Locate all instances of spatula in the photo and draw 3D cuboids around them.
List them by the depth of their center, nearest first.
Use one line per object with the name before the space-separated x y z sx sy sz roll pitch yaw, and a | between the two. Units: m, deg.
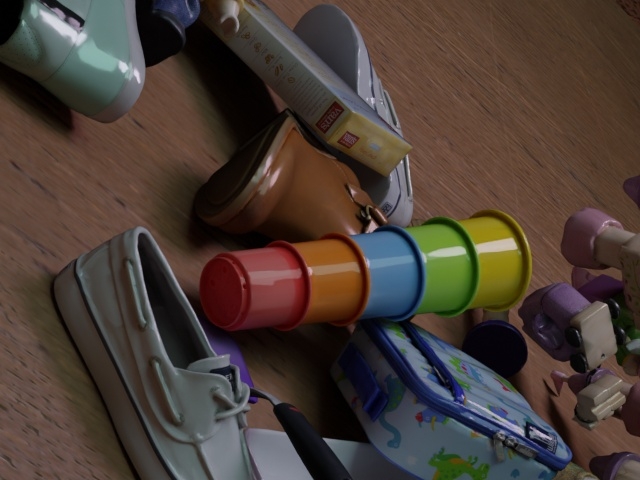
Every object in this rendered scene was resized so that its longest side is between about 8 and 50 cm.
spatula | -0.041 0.123 1.327 0.084 0.030 0.296 32 3 -34

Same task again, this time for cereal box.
cereal box | -0.026 -0.169 1.787 0.240 0.047 0.173 46 10 23

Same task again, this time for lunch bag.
lunch bag | 0.104 0.147 1.545 0.176 0.090 0.219 28 9 -19

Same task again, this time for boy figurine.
boy figurine | -0.118 -0.274 1.671 0.177 0.092 0.285 57 41 -25

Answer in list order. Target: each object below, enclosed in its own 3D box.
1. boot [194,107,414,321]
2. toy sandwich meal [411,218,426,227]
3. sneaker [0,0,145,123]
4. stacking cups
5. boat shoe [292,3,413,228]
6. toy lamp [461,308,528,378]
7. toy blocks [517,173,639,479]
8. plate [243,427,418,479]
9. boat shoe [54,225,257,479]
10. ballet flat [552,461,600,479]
boot | 0.000 0.000 1.630 0.220 0.109 0.283 51 9 -6
toy sandwich meal | 0.122 0.011 1.980 0.085 0.029 0.085 43 14 -13
sneaker | -0.229 -0.225 1.470 0.151 0.094 0.256 30 31 -43
stacking cups | 0.043 0.036 1.525 0.316 0.096 0.096 -9 64 -42
boat shoe | 0.039 -0.129 1.916 0.088 0.096 0.267 31 32 -55
toy lamp | 0.195 0.054 2.008 0.080 0.080 0.275 49 22 -16
toy blocks | 0.310 0.098 1.931 0.260 0.309 0.289 21 -46 49
plate | 0.049 0.282 1.386 0.278 0.045 0.277 18 43 -59
boat shoe | -0.096 0.110 1.268 0.258 0.084 0.095 58 20 7
ballet flat | 0.295 0.328 1.757 0.123 0.123 0.348 39 26 -38
